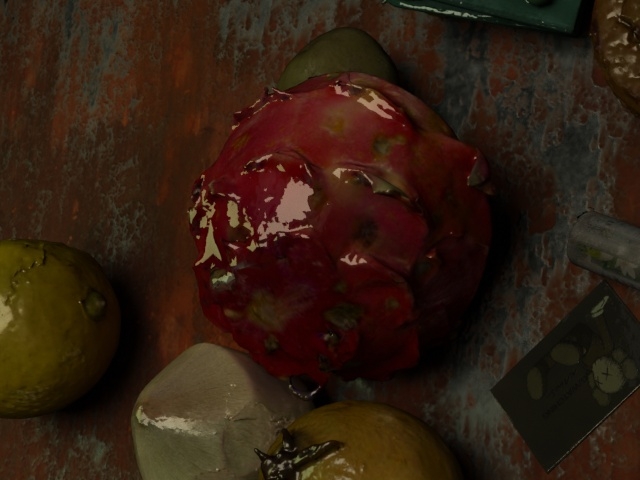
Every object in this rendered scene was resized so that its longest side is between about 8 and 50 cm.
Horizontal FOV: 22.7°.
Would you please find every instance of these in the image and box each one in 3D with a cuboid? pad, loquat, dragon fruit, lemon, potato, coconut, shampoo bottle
[{"bbox_3d":[0.285,0.151,1.785,0.190,0.004,0.127,-47,52,17],"label":"pad"},{"bbox_3d":[0.038,0.284,1.785,0.244,0.244,0.244,-14,67,35],"label":"loquat"},{"bbox_3d":[0.000,0.000,1.833,0.386,0.249,0.371,-24,95,39],"label":"dragon fruit"},{"bbox_3d":[-0.414,0.122,2.201,0.284,0.260,0.261,12,83,40],"label":"lemon"},{"bbox_3d":[0.020,-0.150,2.004,0.178,0.160,0.235,176,95,-79],"label":"potato"},{"bbox_3d":[-0.126,0.233,1.937,0.224,0.234,0.224,-11,70,34],"label":"coconut"},{"bbox_3d":[0.365,0.029,1.719,0.214,0.072,0.072,24,91,41],"label":"shampoo bottle"}]

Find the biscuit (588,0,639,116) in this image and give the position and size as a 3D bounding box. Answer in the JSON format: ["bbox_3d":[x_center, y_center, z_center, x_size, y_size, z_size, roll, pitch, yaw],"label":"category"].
[{"bbox_3d":[0.428,-0.262,1.762,0.296,0.075,0.296,-12,69,35],"label":"biscuit"}]

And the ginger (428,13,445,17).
[{"bbox_3d":[0.161,-0.419,2.013,0.109,0.116,0.263,143,133,-76],"label":"ginger"}]

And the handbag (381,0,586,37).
[{"bbox_3d":[0.209,-0.395,1.894,0.274,0.100,0.269,16,83,12],"label":"handbag"}]
